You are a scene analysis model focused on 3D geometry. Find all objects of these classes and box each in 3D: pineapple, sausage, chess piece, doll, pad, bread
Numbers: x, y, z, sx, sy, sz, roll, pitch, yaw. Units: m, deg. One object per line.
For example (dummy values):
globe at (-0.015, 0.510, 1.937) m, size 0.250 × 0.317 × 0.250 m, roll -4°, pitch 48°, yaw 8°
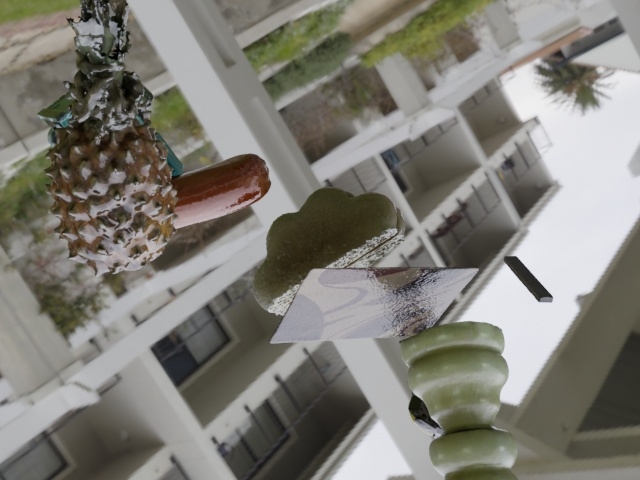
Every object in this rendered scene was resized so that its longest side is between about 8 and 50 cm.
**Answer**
pineapple at (-0.263, -0.131, 0.974) m, size 0.175 × 0.361 × 0.175 m, roll 2°, pitch -149°, yaw -1°
sausage at (-0.222, -0.067, 1.281) m, size 0.300 × 0.089 × 0.083 m, roll -17°, pitch -171°, yaw -11°
chess piece at (0.239, 0.312, 1.276) m, size 0.183 × 0.330 × 0.182 m, roll -6°, pitch 155°, yaw -3°
doll at (0.262, 0.383, 1.628) m, size 0.088 × 0.248 × 0.127 m, roll -45°, pitch 165°, yaw 13°
pad at (0.093, 0.114, 1.373) m, size 0.331 × 0.004 × 0.220 m, roll 0°, pitch 141°, yaw -26°
bread at (-0.002, 0.001, 1.564) m, size 0.337 × 0.183 × 0.102 m, roll -34°, pitch 156°, yaw 17°

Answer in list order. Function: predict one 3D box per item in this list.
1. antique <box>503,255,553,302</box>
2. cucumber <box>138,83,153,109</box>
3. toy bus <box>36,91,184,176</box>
antique at (0.422, 0.077, 1.620) m, size 0.031 × 0.015 × 0.192 m, roll 0°, pitch -157°, yaw -9°
cucumber at (-0.379, -0.290, 1.544) m, size 0.035 × 0.108 × 0.067 m, roll -143°, pitch -105°, yaw -80°
toy bus at (-0.342, -0.147, 1.353) m, size 0.147 × 0.256 × 0.128 m, roll -45°, pitch -148°, yaw -17°
